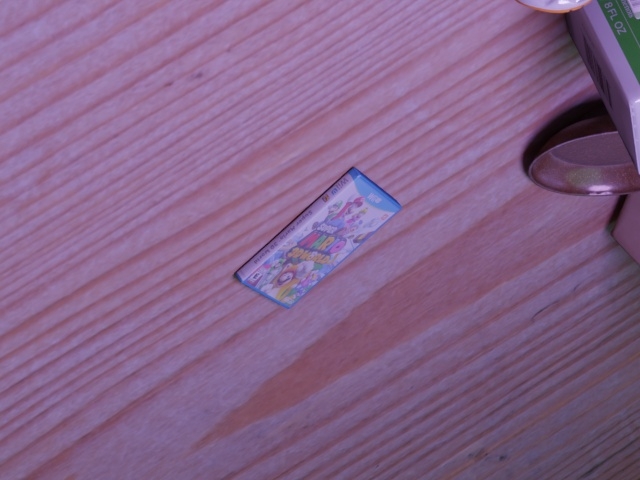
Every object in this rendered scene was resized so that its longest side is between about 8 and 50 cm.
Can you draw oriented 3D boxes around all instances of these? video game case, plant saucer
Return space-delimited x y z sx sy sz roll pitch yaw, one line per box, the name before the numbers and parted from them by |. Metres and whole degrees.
video game case | 0.000 0.000 1.933 0.166 0.015 0.119 -42 151 8
plant saucer | 0.330 -0.099 2.066 0.198 0.036 0.198 -3 161 -1

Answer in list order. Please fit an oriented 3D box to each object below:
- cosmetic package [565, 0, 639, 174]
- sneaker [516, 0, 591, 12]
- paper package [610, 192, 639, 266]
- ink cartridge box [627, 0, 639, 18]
cosmetic package | 0.441 -0.236 1.814 0.365 0.197 0.155 -23 150 2
sneaker | 0.284 -0.317 1.710 0.262 0.099 0.121 -34 139 -20
paper package | 0.530 -0.033 2.176 0.168 0.309 0.325 -27 151 -28
ink cartridge box | 0.331 -0.333 1.668 0.235 0.171 0.056 -42 -160 -32
